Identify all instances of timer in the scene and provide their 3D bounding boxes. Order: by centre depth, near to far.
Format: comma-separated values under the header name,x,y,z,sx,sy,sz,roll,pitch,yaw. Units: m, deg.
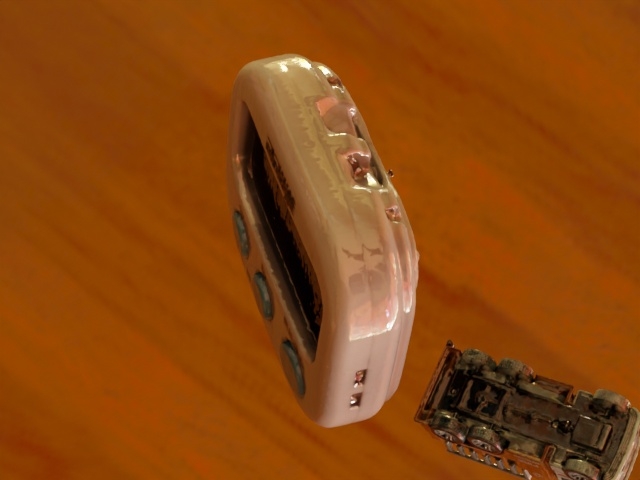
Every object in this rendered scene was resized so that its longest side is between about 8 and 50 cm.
name,x,y,z,sx,sy,sz,roll,pitch,yaw
timer,0.000,0.000,1.507,0.087,0.237,0.262,-12,57,-16

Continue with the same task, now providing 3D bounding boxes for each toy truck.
name,x,y,z,sx,sy,sz,roll,pitch,yaw
toy truck,0.179,0.160,1.623,0.177,0.115,0.080,17,69,24
